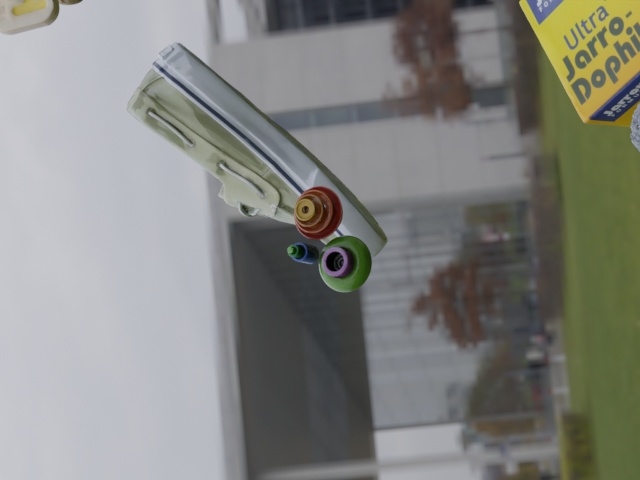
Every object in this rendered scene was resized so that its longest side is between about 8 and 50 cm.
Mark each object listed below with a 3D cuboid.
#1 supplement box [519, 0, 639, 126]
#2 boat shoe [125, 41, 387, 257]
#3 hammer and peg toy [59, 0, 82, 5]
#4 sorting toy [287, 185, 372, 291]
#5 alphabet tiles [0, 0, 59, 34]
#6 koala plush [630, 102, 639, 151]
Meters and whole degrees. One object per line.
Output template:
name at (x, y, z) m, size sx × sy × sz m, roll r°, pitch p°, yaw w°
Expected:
supplement box at (0.458, -0.266, 2.111) m, size 0.357 × 0.194 × 0.195 m, roll 1°, pitch -124°, yaw -41°
boat shoe at (-0.065, -0.074, 1.749) m, size 0.302 × 0.094 × 0.109 m, roll 41°, pitch -175°, yaw 0°
hammer and peg toy at (-0.502, -0.350, 2.183) m, size 0.266 × 0.361 × 0.127 m, roll 25°, pitch 128°, yaw 46°
sorting toy at (0.000, 0.000, 1.520) m, size 0.042 × 0.061 × 0.102 m, roll 12°, pitch -132°, yaw -63°
alphabet tiles at (-0.342, -0.332, 1.647) m, size 0.021 × 0.278 × 0.284 m, roll 1°, pitch -103°, yaw -77°
koala plush at (0.373, -0.086, 1.317) m, size 0.196 × 0.221 × 0.203 m, roll 39°, pitch -163°, yaw -47°
